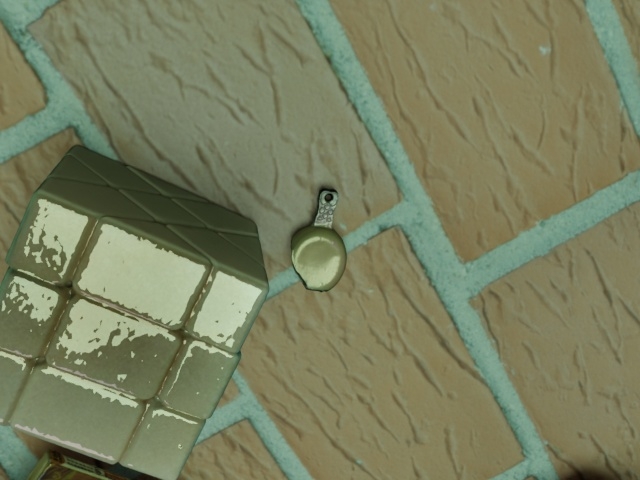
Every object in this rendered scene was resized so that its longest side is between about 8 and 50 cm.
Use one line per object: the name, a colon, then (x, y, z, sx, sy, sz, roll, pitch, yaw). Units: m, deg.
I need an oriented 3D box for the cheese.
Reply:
cheese: (-0.007, 0.001, 1.331, 0.092, 0.047, 0.171, -11, 109, -8)

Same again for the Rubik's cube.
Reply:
Rubik's cube: (-0.283, 0.089, 1.171, 0.318, 0.322, 0.316, 24, 101, -15)

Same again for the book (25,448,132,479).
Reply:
book: (-0.350, 0.543, 1.393, 0.428, 0.039, 0.300, 32, 95, -31)
